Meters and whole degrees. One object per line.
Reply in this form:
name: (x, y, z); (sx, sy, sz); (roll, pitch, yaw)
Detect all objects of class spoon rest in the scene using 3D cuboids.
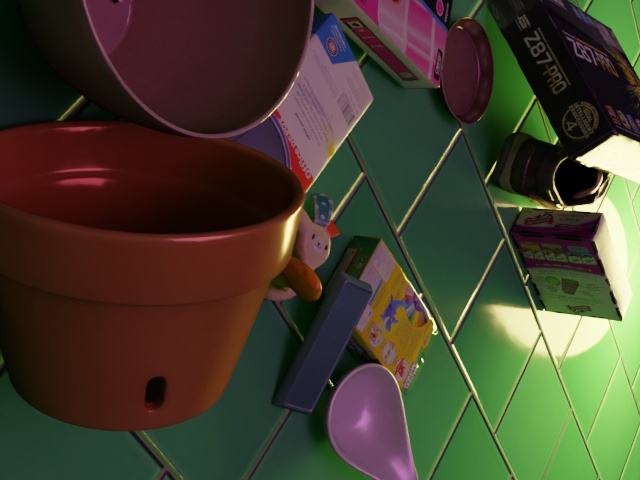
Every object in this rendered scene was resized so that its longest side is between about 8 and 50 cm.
spoon rest: (0.081, 0.292, 1.307); (0.137, 0.084, 0.276); (-40, 125, -31)

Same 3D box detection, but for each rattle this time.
rattle: (0.000, 0.000, 1.140); (0.199, 0.142, 0.130); (-16, 88, -44)

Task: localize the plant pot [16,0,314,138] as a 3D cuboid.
plant pot: (-0.166, -0.234, 0.853); (0.284, 0.191, 0.284); (-6, 98, -51)

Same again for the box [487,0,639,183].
box: (0.478, -0.266, 1.639); (0.395, 0.097, 0.318); (7, 54, -52)

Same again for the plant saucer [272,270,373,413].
plant saucer: (0.006, 0.136, 1.202); (0.067, 0.018, 0.192); (26, 93, -42)

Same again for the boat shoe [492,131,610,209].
boat shoe: (0.445, -0.105, 1.680); (0.355, 0.130, 0.132); (1, 110, -49)

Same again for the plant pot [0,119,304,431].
plant pot: (-0.172, 0.030, 0.832); (0.291, 0.290, 0.204); (-19, 126, -49)

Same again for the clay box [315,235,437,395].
clay box: (0.087, 0.112, 1.325); (0.127, 0.053, 0.222); (-60, 136, -28)

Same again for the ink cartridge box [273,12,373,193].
ink cartridge box: (-0.040, -0.149, 1.115); (0.231, 0.078, 0.134); (-55, 132, -33)

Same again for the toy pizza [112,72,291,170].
toy pizza: (-0.131, -0.075, 0.980); (0.201, 0.032, 0.201); (-4, 104, -15)

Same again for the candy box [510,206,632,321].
candy box: (0.463, 0.044, 1.714); (0.071, 0.159, 0.233); (-58, 135, -29)

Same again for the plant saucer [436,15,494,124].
plant saucer: (0.224, -0.268, 1.481); (0.168, 0.029, 0.169); (-7, 99, -52)

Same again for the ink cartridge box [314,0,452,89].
ink cartridge box: (0.073, -0.347, 1.218); (0.371, 0.069, 0.176); (26, 71, -55)
